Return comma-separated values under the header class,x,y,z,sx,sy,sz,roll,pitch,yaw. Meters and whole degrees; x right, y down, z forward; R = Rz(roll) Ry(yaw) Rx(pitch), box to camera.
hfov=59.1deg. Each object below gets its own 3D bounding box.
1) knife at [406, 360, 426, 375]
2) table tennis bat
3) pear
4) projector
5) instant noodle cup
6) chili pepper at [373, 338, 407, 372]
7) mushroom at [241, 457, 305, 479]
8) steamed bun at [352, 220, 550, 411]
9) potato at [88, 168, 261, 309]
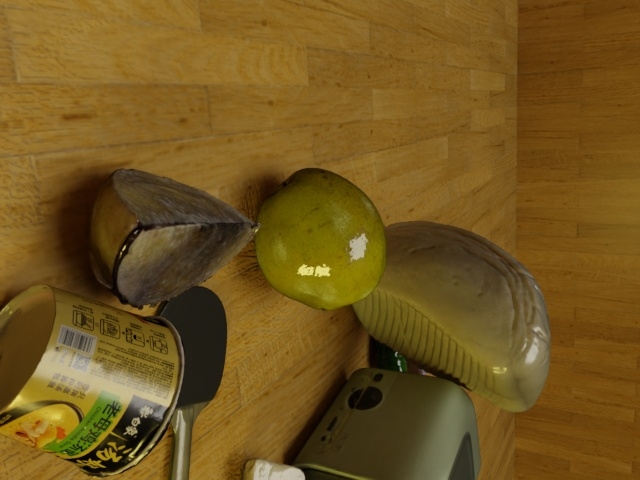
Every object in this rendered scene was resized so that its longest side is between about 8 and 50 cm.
class,x,y,z,sx,sy,sz,roll,pitch,yaw
knife,0.234,0.397,1.297,0.038,0.132,0.399,-17,103,-29
table tennis bat,-0.160,0.179,0.682,0.138,0.022,0.247,12,82,-61
pear,0.000,0.000,0.791,0.198,0.198,0.199,-10,101,-60
projector,0.121,0.398,0.969,0.249,0.248,0.249,-45,130,-50
instant noodle cup,-0.208,0.110,0.476,0.122,0.151,0.152,43,55,-42
chili pepper,0.161,0.184,1.198,0.100,0.074,0.257,39,58,-55
mushroom,-0.071,0.417,0.792,0.108,0.096,0.247,-21,116,-86
steamed bun,0.240,0.102,0.998,0.236,0.383,0.247,-49,140,-18
potato,-0.178,-0.006,0.594,0.120,0.100,0.261,-50,169,11
